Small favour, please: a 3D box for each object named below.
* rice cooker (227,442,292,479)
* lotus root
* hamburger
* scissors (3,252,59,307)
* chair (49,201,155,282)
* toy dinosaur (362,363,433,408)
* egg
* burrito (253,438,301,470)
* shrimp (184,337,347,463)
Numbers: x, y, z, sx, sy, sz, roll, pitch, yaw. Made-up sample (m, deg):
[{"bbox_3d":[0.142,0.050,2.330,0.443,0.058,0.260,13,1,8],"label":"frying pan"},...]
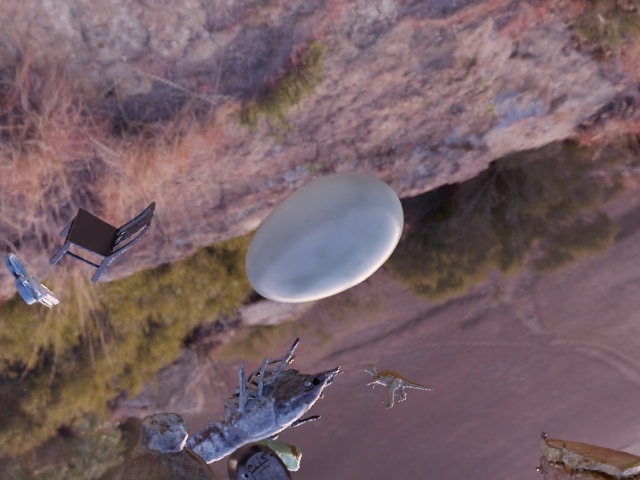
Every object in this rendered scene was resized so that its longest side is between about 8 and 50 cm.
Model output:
[{"bbox_3d":[-0.130,0.518,1.734,0.112,0.165,0.106,-38,180,-28],"label":"rice cooker"},{"bbox_3d":[-0.199,0.409,1.103,0.175,0.349,0.175,-17,-178,1],"label":"lotus root"},{"bbox_3d":[0.490,0.436,1.409,0.245,0.155,0.282,0,174,23],"label":"hamburger"},{"bbox_3d":[-0.656,0.111,1.822,0.030,0.125,0.256,-30,164,-9],"label":"scissors"},{"bbox_3d":[-0.399,-0.018,1.454,0.101,0.084,0.212,29,132,-26],"label":"chair"},{"bbox_3d":[0.196,0.353,2.032,0.162,0.126,0.039,-20,-177,-12],"label":"toy dinosaur"},{"bbox_3d":[0.000,0.000,1.629,0.371,0.229,0.230,-30,151,24],"label":"egg"},{"bbox_3d":[-0.139,0.523,1.948,0.054,0.104,0.288,-45,134,15],"label":"burrito"},{"bbox_3d":[-0.138,0.331,1.562,0.411,0.166,0.221,-38,136,4],"label":"shrimp"}]
